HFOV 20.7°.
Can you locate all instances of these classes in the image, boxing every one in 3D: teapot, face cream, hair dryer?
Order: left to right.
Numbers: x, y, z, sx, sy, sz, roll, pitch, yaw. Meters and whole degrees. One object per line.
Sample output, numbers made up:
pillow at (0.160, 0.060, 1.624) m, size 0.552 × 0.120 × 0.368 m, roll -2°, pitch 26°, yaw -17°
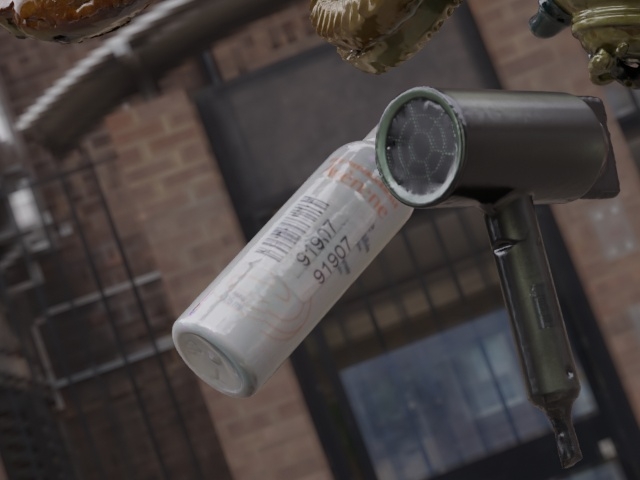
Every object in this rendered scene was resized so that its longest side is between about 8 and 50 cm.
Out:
face cream at (0.000, 0.000, 1.318) m, size 0.269 × 0.082 × 0.082 m, roll -49°, pitch 4°, yaw -27°
hair dryer at (0.147, 0.022, 1.132) m, size 0.196 × 0.248 × 0.078 m, roll -2°, pitch -13°, yaw -43°
teapot at (0.285, -0.222, 1.529) m, size 0.173 × 0.182 × 0.269 m, roll 5°, pitch -3°, yaw -41°

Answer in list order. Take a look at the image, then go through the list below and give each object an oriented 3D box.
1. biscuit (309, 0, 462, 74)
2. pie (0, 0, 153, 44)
biscuit at (0.076, -0.238, 1.277) m, size 0.079 × 0.259 × 0.259 m, roll 27°, pitch -30°, yaw -17°
pie at (-0.195, -0.321, 1.607) m, size 0.308 × 0.308 × 0.085 m, roll -28°, pitch -37°, yaw 33°
